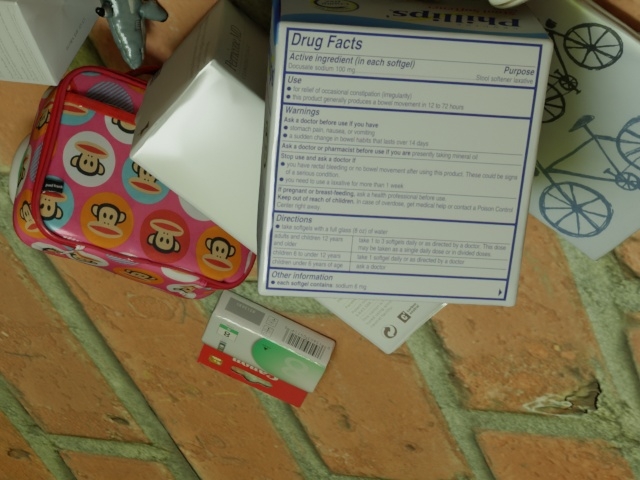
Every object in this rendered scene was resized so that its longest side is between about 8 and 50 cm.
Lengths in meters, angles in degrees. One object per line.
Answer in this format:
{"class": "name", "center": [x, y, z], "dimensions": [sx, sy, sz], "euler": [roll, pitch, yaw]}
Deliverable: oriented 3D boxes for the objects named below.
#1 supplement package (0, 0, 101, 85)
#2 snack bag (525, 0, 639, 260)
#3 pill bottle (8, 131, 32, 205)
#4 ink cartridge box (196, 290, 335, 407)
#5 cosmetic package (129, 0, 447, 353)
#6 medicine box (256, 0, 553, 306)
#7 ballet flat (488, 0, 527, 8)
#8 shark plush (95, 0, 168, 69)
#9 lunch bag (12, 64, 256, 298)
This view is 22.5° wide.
{"class": "supplement package", "center": [-0.404, -0.281, 1.876], "dimensions": [0.244, 0.139, 0.134], "euler": [7, 143, 22]}
{"class": "snack bag", "center": [0.258, -0.140, 1.756], "dimensions": [0.342, 0.037, 0.323], "euler": [34, 143, -8]}
{"class": "pill bottle", "center": [-0.290, -0.070, 2.100], "dimensions": [0.208, 0.118, 0.118], "euler": [13, 143, 16]}
{"class": "ink cartridge box", "center": [-0.091, 0.179, 2.362], "dimensions": [0.181, 0.056, 0.225], "euler": [25, 143, 0]}
{"class": "cosmetic package", "center": [-0.017, -0.075, 1.817], "dimensions": [0.385, 0.217, 0.156], "euler": [39, 111, -20]}
{"class": "medicine box", "center": [0.075, -0.094, 1.616], "dimensions": [0.263, 0.149, 0.289], "euler": [3, 112, -5]}
{"class": "ballet flat", "center": [0.149, -0.283, 1.556], "dimensions": [0.348, 0.123, 0.123], "euler": [14, 143, 19]}
{"class": "shark plush", "center": [-0.234, -0.276, 1.843], "dimensions": [0.073, 0.067, 0.161], "euler": [7, 141, 23]}
{"class": "lunch bag", "center": [-0.205, -0.083, 1.925], "dimensions": [0.293, 0.258, 0.120], "euler": [18, 162, -25]}
